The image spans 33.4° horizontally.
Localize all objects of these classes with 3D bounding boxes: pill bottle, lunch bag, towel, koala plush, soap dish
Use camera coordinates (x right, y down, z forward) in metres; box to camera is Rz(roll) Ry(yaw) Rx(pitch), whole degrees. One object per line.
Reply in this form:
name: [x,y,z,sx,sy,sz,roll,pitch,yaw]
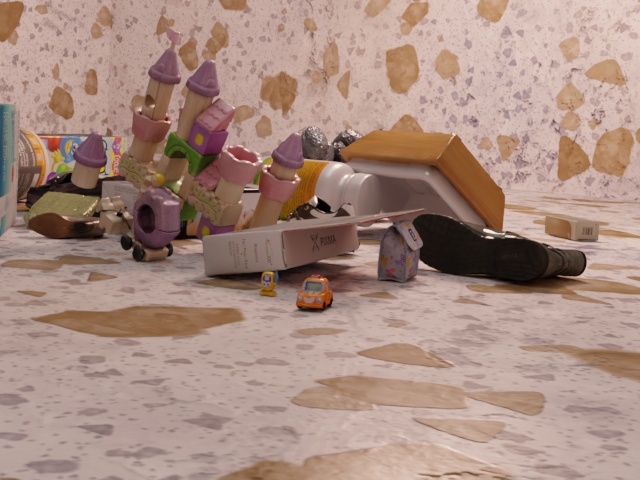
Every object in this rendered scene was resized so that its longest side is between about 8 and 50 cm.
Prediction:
pill bottle: [-0.009,-0.088,2.076,0.245,0.136,0.136,8,8,32]
lunch bag: [0.115,0.014,1.526,0.053,0.083,0.071,6,7,19]
towel: [-0.458,-0.052,1.903,0.110,0.027,0.148,5,21,1]
koala plush: [0.060,-0.117,2.349,0.221,0.203,0.196,35,25,34]
pill bottle: [-0.697,-0.154,2.182,0.162,0.162,0.278,6,8,20]
soap dish: [0.204,-0.113,2.079,0.229,0.118,0.291,44,-19,-32]

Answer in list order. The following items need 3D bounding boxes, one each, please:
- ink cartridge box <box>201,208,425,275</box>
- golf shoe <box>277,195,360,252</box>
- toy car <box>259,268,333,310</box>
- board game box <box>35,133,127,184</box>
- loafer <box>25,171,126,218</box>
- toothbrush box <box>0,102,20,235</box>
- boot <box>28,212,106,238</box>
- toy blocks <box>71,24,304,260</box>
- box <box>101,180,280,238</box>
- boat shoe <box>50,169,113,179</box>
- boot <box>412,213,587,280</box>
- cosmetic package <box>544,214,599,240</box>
ink cartridge box: [0.000,0.000,1.524,0.238,0.060,0.275,-4,4,23]
golf shoe: [-0.027,-0.031,1.790,0.198,0.094,0.077,4,8,20]
toy car: [-0.037,0.056,1.288,0.122,0.041,0.060,9,9,33]
board game box: [-0.598,-0.175,2.479,0.144,0.142,0.275,8,9,36]
loafer: [-0.459,-0.093,2.067,0.302,0.095,0.109,9,10,39]
toothbrush box: [-0.575,-0.122,1.762,0.126,0.216,0.295,3,6,-11]
boot: [-0.414,-0.023,1.778,0.118,0.042,0.087,6,1,10]
toy blocks: [-0.207,-0.159,1.672,0.288,0.260,0.309,38,30,31]
box: [-0.232,-0.059,1.937,0.290,0.087,0.169,-3,10,-43]
boat shoe: [-0.455,-0.099,2.251,0.227,0.079,0.081,7,-3,-13]
boot: [0.272,0.020,1.648,0.246,0.083,0.161,15,6,36]
cosmetic package: [0.523,-0.027,2.222,0.060,0.041,0.115,0,7,-20]
